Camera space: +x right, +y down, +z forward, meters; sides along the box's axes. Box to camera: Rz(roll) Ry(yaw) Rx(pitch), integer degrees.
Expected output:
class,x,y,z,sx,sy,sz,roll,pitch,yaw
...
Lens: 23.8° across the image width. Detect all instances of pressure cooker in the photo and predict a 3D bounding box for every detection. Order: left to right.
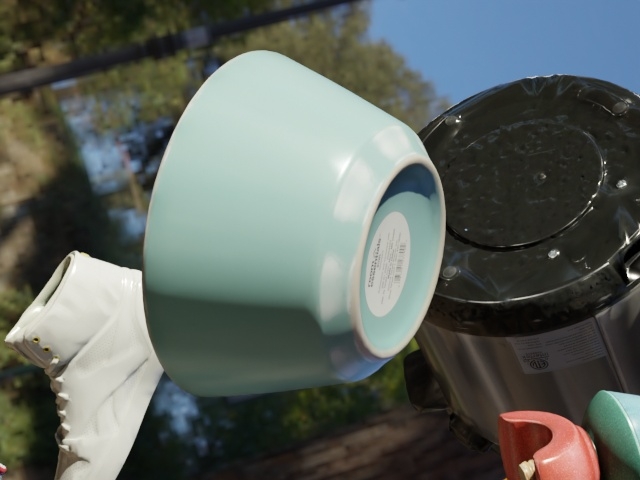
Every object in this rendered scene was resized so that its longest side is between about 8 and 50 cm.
class,x,y,z,sx,sy,sz,roll,pitch,yaw
pressure cooker,0.280,0.068,1.770,0.370,0.375,0.420,18,-29,39

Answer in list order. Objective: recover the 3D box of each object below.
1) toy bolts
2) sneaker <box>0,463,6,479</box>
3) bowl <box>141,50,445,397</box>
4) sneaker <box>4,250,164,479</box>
class,x,y,z,sx,sy,sz,roll,pitch,yaw
toy bolts,0.224,0.203,1.138,0.218,0.158,0.228,-120,-162,-63
sneaker,-0.362,0.215,1.471,0.118,0.067,0.042,34,-5,-26
bowl,0.000,0.000,1.304,0.163,0.311,0.311,11,-56,26
sneaker,-0.272,0.155,1.635,0.292,0.169,0.108,-67,-160,2
